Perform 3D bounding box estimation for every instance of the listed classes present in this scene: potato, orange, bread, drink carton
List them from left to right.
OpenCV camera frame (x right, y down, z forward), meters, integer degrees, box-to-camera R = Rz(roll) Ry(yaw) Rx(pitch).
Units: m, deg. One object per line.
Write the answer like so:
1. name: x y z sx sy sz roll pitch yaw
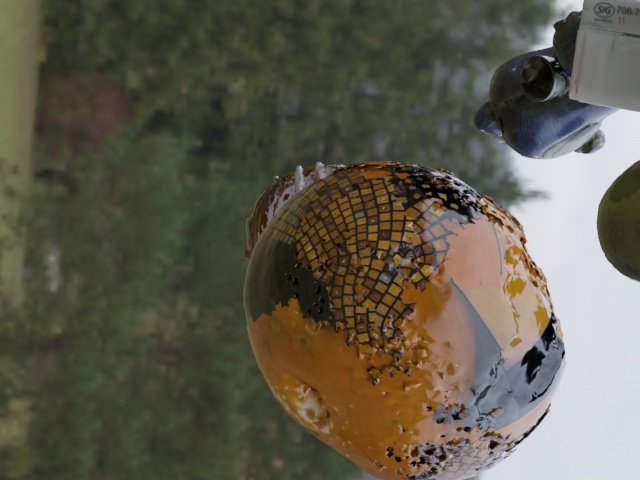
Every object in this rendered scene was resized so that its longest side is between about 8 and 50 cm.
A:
1. bread: 0.000 0.000 1.661 0.073 0.161 0.160 -169 -94 -80
2. orange: 0.053 0.058 1.129 0.182 0.234 0.234 -48 164 -24
3. drink carton: 0.344 -0.167 1.518 0.222 0.134 0.101 -5 104 -52
4. potato: 0.450 -0.026 1.943 0.251 0.159 0.174 -2 -110 46

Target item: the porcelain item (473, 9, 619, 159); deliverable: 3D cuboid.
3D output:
1. porcelain item: 0.306 -0.194 1.977 0.288 0.186 0.138 -30 -110 44
